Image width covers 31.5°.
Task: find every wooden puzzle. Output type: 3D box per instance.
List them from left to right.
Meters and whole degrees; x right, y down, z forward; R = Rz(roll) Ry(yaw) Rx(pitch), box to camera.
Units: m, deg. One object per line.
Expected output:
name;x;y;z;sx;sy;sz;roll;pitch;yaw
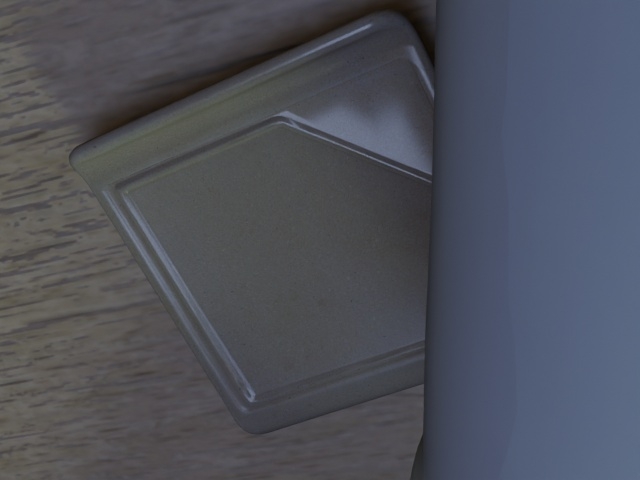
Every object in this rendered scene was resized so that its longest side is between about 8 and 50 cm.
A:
wooden puzzle;0.000;0.000;0.680;0.221;0.044;0.238;-21;116;21

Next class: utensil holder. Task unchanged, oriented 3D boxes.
utensil holder;0.202;-0.027;0.460;0.328;0.327;0.385;4;116;10
